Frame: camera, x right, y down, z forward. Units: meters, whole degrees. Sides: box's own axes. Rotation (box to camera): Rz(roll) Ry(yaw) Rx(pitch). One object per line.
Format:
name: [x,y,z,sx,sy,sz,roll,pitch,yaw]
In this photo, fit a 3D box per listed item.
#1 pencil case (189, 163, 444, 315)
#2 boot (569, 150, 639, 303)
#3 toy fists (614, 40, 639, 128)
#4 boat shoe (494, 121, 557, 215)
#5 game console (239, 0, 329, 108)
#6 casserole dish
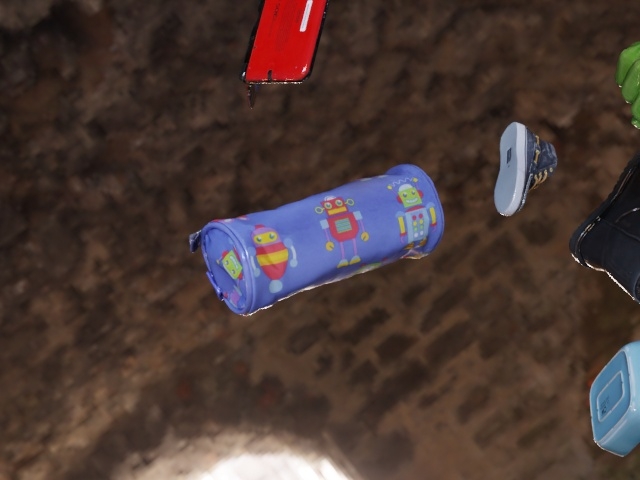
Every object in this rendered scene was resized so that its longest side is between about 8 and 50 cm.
pencil case: [0.000,0.000,1.725,0.306,0.119,0.133,-18,-14,-30]
boot: [0.492,-0.028,2.055,0.246,0.094,0.207,-47,28,-3]
toy fists: [0.479,-0.140,1.811,0.142,0.279,0.096,-22,-17,-48]
boat shoe: [0.323,-0.101,2.217,0.065,0.083,0.183,-46,25,46]
game console: [-0.031,-0.220,1.530,0.085,0.124,0.144,34,-115,-53]
casserole dish: [0.373,0.194,1.767,0.037,0.114,0.188,4,-29,-8]
